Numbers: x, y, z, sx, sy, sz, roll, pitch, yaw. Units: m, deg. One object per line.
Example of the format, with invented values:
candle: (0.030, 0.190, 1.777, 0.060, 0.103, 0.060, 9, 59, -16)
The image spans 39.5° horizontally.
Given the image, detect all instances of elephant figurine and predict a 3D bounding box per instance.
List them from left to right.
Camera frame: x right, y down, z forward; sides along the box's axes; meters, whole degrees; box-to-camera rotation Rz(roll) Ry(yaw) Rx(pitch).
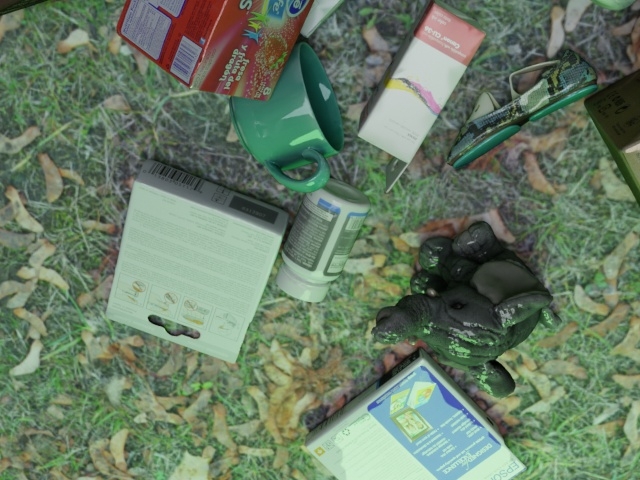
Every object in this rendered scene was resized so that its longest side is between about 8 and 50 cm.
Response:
elephant figurine: (0.172, 0.092, 0.992, 0.186, 0.239, 0.169, -19, 106, 12)

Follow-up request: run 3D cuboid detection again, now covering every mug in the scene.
mug: (-0.043, -0.135, 0.979, 0.097, 0.158, 0.129, -17, 122, 16)

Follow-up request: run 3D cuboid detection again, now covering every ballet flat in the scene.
ballet flat: (0.216, -0.151, 1.004, 0.188, 0.070, 0.070, -29, 104, 13)

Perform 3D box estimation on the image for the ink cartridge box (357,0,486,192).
ink cartridge box: (0.098, -0.161, 0.976, 0.067, 0.115, 0.198, 28, 109, -5)

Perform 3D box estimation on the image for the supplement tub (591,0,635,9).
supplement tub: (0.302, -0.405, 0.821, 0.207, 0.207, 0.338, 32, 110, -6)

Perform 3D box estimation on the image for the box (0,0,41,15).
box: (-0.278, -0.338, 0.895, 0.203, 0.167, 0.168, -11, 109, 34)

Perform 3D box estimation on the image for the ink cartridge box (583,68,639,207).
ink cartridge box: (0.367, -0.063, 0.919, 0.088, 0.235, 0.193, -30, 104, 16)

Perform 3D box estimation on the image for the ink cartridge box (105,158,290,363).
ink cartridge box: (-0.159, 0.031, 1.118, 0.189, 0.066, 0.232, 20, 131, -2)

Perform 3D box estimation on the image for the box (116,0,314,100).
box: (-0.076, -0.280, 0.861, 0.128, 0.122, 0.257, 38, 113, 29)

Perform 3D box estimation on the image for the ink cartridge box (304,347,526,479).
ink cartridge box: (0.123, 0.275, 1.165, 0.206, 0.045, 0.208, -40, 100, 17)

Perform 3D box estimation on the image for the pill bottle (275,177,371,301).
pill bottle: (0.000, 0.000, 1.064, 0.078, 0.078, 0.137, 23, 110, -2)

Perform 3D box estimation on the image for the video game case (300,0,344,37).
video game case: (-0.023, -0.398, 0.935, 0.269, 0.061, 0.244, 44, 109, -10)
